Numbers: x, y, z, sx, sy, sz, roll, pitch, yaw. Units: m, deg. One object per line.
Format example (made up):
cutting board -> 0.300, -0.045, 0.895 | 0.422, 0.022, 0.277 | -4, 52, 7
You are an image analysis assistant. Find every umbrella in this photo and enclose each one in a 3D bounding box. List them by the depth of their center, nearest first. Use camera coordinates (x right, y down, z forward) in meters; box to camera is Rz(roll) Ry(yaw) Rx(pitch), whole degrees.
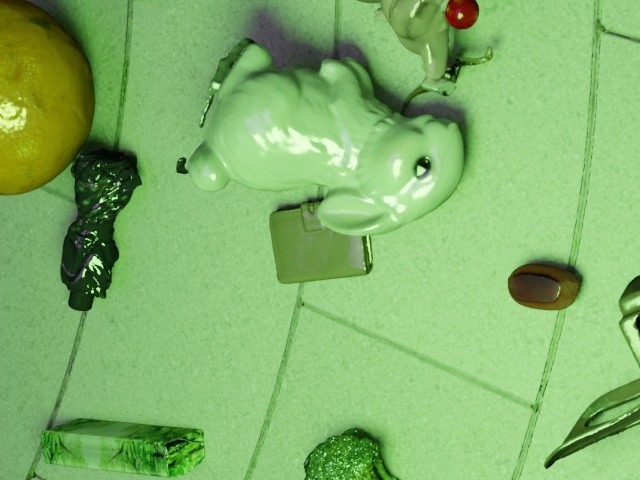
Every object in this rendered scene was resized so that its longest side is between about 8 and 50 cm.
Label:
umbrella -> -0.358, -0.015, 2.144 | 0.122, 0.110, 0.272 | 27, 115, 29

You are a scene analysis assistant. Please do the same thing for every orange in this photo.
orange -> -0.502, -0.224, 2.096 | 0.312, 0.312, 0.312 | 5, 99, 34

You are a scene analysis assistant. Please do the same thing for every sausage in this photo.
sausage -> 0.286, 0.060, 1.733 | 0.094, 0.054, 0.059 | 7, 100, 34

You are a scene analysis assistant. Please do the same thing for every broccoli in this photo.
broccoli -> 0.036, 0.347, 1.905 | 0.137, 0.146, 0.162 | 28, 94, -5

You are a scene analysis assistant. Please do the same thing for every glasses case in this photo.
glasses case -> -0.318, 0.333, 2.164 | 0.272, 0.095, 0.062 | 0, 97, 35

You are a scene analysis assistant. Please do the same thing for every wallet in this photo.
wallet -> 0.000, 0.000, 1.934 | 0.152, 0.038, 0.118 | -5, 94, 31

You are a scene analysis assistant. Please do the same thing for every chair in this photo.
chair -> 0.390, 0.135, 1.603 | 0.326, 0.175, 0.183 | -22, 92, 28

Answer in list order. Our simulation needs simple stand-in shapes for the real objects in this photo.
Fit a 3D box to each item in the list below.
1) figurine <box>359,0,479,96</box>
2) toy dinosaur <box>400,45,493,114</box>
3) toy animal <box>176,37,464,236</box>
figurine -> 0.123, -0.338, 1.729 | 0.186, 0.176, 0.287 | -34, 57, 13
toy dinosaur -> 0.156, -0.226, 1.793 | 0.180, 0.037, 0.058 | -32, 84, 53
toy animal -> 0.014, -0.119, 1.824 | 0.357, 0.194, 0.258 | 28, 88, 21
